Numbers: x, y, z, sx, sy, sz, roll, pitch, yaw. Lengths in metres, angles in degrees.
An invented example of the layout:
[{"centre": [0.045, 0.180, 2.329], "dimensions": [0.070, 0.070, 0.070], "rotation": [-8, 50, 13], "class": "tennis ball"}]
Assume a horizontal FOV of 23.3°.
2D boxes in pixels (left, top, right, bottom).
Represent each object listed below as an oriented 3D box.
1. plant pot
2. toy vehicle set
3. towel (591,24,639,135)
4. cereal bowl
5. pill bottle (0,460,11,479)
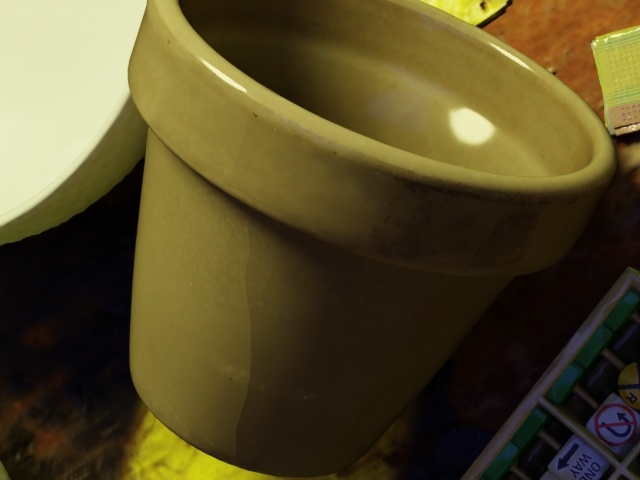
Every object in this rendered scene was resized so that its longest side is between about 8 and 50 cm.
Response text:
[{"centre": [0.000, 0.000, 0.852], "dimensions": [0.263, 0.263, 0.229], "rotation": [31, 116, 20], "class": "plant pot"}, {"centre": [0.158, 0.170, 0.872], "dimensions": [0.166, 0.035, 0.267], "rotation": [40, 101, 19], "class": "toy vehicle set"}, {"centre": [0.198, -0.096, 0.885], "dimensions": [0.083, 0.009, 0.060], "rotation": [-13, 81, 20], "class": "towel"}, {"centre": [-0.213, -0.157, 0.982], "dimensions": [0.339, 0.141, 0.339], "rotation": [-1, 87, 22], "class": "cereal bowl"}, {"centre": [-0.337, 0.208, 1.010], "dimensions": [0.264, 0.146, 0.146], "rotation": [-12, 83, 21], "class": "pill bottle"}]
